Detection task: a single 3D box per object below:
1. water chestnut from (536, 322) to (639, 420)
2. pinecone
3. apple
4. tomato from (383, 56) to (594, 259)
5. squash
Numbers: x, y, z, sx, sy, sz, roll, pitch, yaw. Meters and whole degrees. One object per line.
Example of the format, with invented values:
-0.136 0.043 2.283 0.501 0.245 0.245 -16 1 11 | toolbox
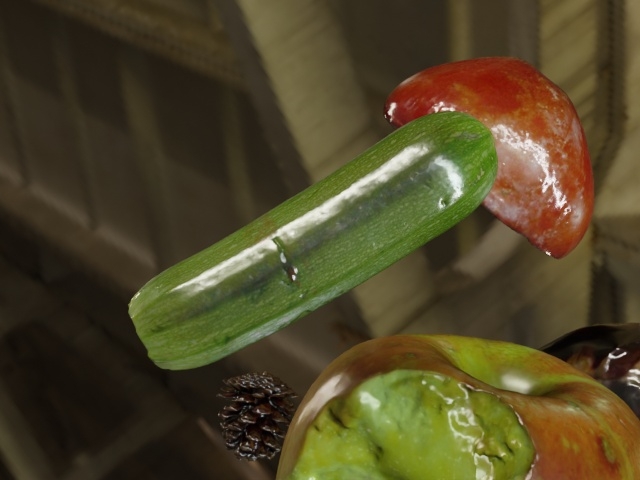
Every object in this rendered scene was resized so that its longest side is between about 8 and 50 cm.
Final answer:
0.267 0.199 1.347 0.300 0.300 0.300 44 -22 23 | water chestnut
-0.059 0.160 1.508 0.077 0.077 0.083 170 -72 -67 | pinecone
0.088 0.180 1.036 0.246 0.246 0.226 26 -73 50 | apple
0.184 -0.099 1.604 0.233 0.139 0.200 34 13 -15 | tomato
0.000 0.000 0.919 0.066 0.229 0.066 59 -7 12 | squash
